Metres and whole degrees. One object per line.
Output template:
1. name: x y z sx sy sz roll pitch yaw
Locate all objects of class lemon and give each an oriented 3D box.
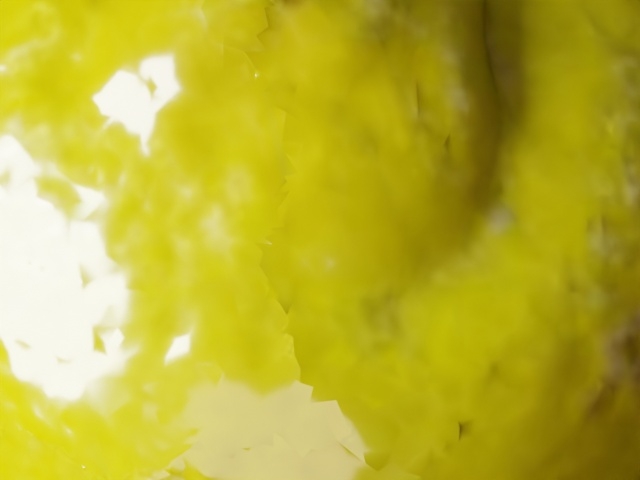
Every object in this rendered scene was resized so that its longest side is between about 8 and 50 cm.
1. lemon: 0.000 0.000 0.573 0.348 0.348 0.348 9 135 10
